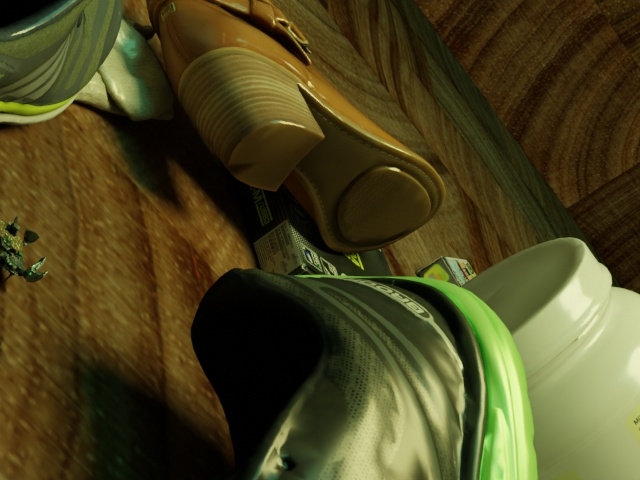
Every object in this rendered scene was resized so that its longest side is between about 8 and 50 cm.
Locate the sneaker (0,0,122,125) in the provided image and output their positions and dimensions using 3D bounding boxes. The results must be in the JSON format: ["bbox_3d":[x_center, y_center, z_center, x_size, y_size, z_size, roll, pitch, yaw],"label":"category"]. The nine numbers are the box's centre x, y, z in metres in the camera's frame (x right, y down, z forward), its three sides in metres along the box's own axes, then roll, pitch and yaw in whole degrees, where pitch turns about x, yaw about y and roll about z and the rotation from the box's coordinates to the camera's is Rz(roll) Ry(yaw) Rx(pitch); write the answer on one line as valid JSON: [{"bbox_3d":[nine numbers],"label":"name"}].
[{"bbox_3d":[-0.161,-0.125,0.652,0.111,0.121,0.300,54,20,-10],"label":"sneaker"}]

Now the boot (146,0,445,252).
[{"bbox_3d":[-0.027,-0.112,0.972,0.283,0.109,0.220,18,36,-48],"label":"boot"}]

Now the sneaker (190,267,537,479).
[{"bbox_3d":[0.004,0.197,0.529,0.202,0.185,0.483,17,35,-19],"label":"sneaker"}]

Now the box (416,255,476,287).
[{"bbox_3d":[0.189,0.116,1.378,0.207,0.036,0.114,60,17,13],"label":"box"}]

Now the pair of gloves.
[{"bbox_3d":[-0.187,-0.189,0.870,0.240,0.042,0.204,61,17,14],"label":"pair of gloves"}]

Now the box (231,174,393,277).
[{"bbox_3d":[0.000,0.000,1.040,0.184,0.045,0.190,35,27,-45],"label":"box"}]

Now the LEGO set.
[{"bbox_3d":[-0.168,-0.006,0.618,0.054,0.023,0.083,39,10,-51],"label":"LEGO set"}]

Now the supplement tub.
[{"bbox_3d":[0.212,0.185,0.955,0.325,0.235,0.235,54,16,-9],"label":"supplement tub"}]
